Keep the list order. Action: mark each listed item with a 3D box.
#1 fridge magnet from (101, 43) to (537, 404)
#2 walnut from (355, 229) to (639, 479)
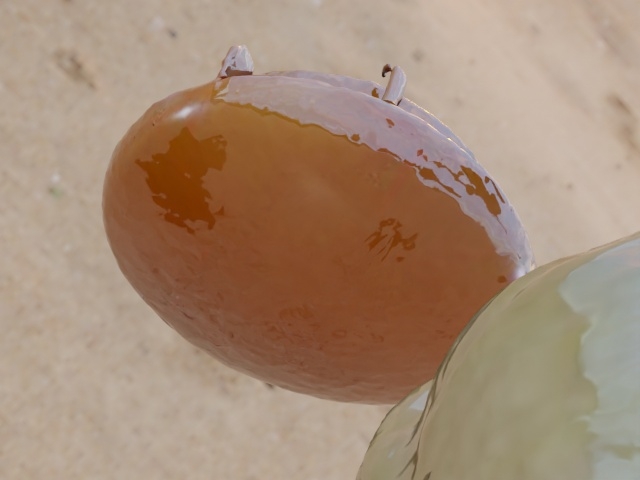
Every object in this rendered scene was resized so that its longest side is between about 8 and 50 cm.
[{"bbox_3d":[0.000,0.000,1.611,0.363,0.363,0.155,36,47,-17],"label":"fridge magnet"},{"bbox_3d":[0.186,0.161,0.808,0.381,0.381,0.381,32,34,-24],"label":"walnut"}]
